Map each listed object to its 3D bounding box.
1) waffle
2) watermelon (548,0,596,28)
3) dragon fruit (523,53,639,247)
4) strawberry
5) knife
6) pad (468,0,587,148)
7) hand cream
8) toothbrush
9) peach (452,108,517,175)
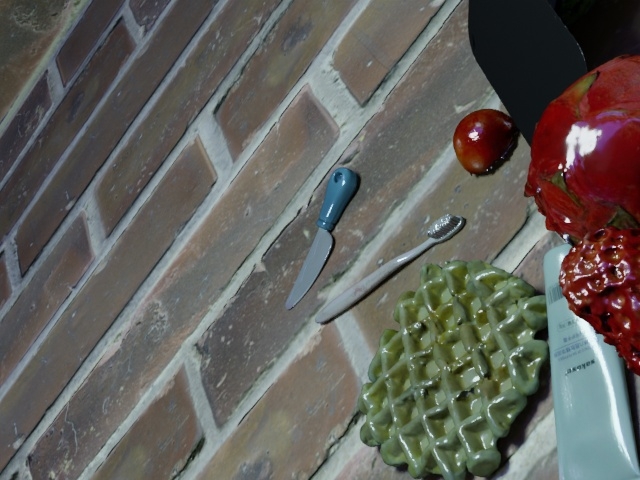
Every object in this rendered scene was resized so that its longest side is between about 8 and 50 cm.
[{"bbox_3d":[0.163,0.162,1.576,0.309,0.056,0.292,15,78,56],"label":"waffle"},{"bbox_3d":[0.302,-0.375,1.645,0.224,0.180,0.305,-66,15,-5],"label":"watermelon"},{"bbox_3d":[0.348,-0.085,1.340,0.252,0.241,0.241,-17,51,24],"label":"dragon fruit"},{"bbox_3d":[0.344,0.076,1.218,0.111,0.236,0.190,-44,-28,-60],"label":"strawberry"},{"bbox_3d":[0.002,0.000,1.956,0.058,0.032,0.244,18,86,49],"label":"knife"},{"bbox_3d":[0.284,-0.272,1.577,0.063,0.315,0.375,-15,48,-8],"label":"pad"},{"bbox_3d":[0.300,0.146,1.402,0.109,0.067,0.321,-28,50,40],"label":"hand cream"},{"bbox_3d":[0.091,0.044,1.789,0.307,0.029,0.025,-38,47,34],"label":"toothbrush"},{"bbox_3d":[0.222,-0.144,1.714,0.098,0.061,0.098,-42,30,31],"label":"peach"}]
